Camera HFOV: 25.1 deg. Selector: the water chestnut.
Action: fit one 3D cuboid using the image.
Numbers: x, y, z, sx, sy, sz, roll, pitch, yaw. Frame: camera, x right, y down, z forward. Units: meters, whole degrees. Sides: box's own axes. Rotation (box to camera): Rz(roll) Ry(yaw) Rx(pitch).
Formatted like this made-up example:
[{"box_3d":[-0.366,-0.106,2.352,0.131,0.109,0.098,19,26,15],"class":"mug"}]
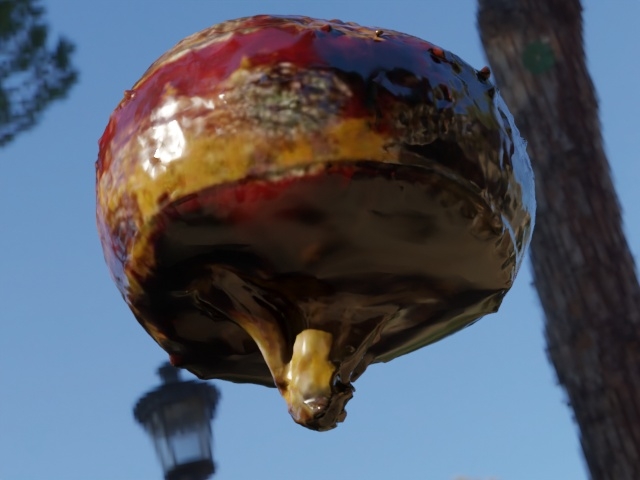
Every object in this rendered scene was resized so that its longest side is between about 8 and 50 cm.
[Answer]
[{"box_3d":[0.000,0.000,1.088,0.350,0.302,0.350,-3,-37,-2],"class":"water chestnut"}]
